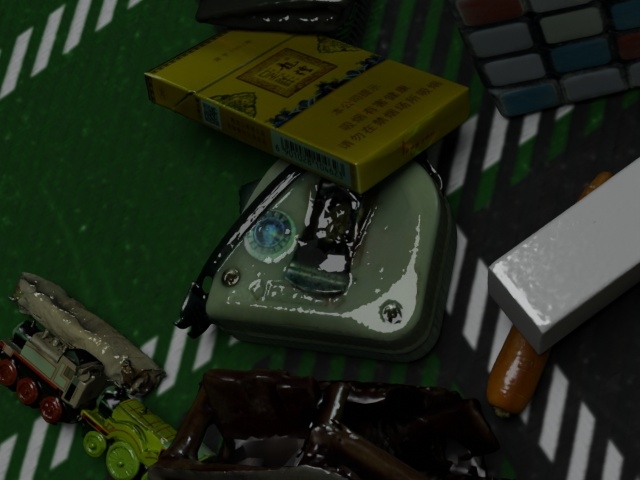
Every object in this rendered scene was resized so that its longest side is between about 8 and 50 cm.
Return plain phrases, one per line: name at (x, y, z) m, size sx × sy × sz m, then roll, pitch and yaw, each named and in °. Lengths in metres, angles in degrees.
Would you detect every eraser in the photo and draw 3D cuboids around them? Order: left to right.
eraser at (0.285, -0.024, 1.386) m, size 0.298 × 0.078 × 0.076 m, roll -35°, pitch 72°, yaw -6°

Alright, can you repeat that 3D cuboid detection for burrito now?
burrito at (-0.228, 0.088, 1.549) m, size 0.185 × 0.041 × 0.045 m, roll 37°, pitch 126°, yaw 24°

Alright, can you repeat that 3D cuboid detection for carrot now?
carrot at (0.209, 0.046, 1.431) m, size 0.043 × 0.043 × 0.248 m, roll 21°, pitch 76°, yaw 23°

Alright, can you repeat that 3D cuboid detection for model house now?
model house at (0.072, 0.198, 1.308) m, size 0.317 × 0.297 × 0.282 m, roll -4°, pitch 26°, yaw 21°

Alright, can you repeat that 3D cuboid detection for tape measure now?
tape measure at (0.000, 0.000, 1.471) m, size 0.235 × 0.115 × 0.207 m, roll 6°, pitch 75°, yaw 19°

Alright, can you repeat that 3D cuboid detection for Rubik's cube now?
Rubik's cube at (0.241, -0.292, 1.428) m, size 0.259 × 0.253 × 0.256 m, roll -10°, pitch 68°, yaw 11°

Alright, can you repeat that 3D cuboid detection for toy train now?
toy train at (-0.208, 0.159, 1.495) m, size 0.249 × 0.053 × 0.085 m, roll 34°, pitch 112°, yaw 24°

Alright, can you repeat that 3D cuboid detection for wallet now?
wallet at (-0.020, -0.307, 1.609) m, size 0.168 × 0.052 × 0.245 m, roll 1°, pitch 54°, yaw 22°

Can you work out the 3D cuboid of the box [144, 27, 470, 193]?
box at (-0.015, -0.134, 1.492) m, size 0.279 × 0.041 × 0.153 m, roll 26°, pitch 47°, yaw 37°
